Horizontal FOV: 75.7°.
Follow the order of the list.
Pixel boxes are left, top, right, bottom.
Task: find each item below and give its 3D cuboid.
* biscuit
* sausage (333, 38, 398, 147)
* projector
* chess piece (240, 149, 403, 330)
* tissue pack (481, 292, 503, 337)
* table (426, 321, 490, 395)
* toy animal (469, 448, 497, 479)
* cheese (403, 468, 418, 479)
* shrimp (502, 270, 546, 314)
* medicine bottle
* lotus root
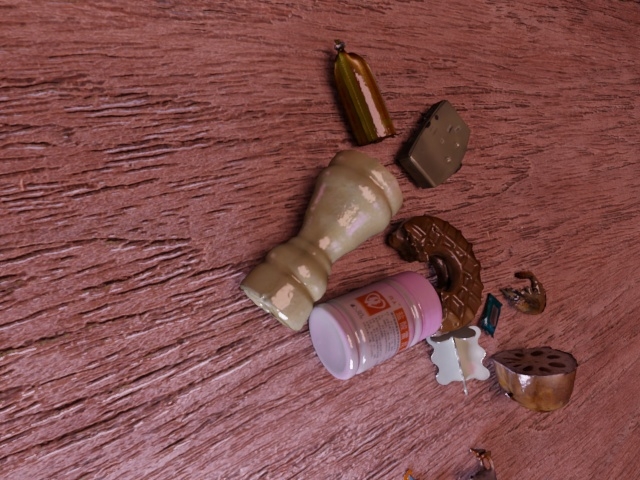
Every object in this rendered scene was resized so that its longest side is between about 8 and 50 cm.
[{"bbox_3d":[0.372,0.089,1.267,0.268,0.115,0.366,-15,83,-33],"label":"biscuit"},{"bbox_3d":[0.104,-0.422,1.177,0.125,0.117,0.317,-32,101,-42],"label":"sausage"},{"bbox_3d":[0.375,-0.298,1.333,0.193,0.088,0.269,43,69,-21],"label":"projector"},{"bbox_3d":[0.000,0.000,1.043,0.234,0.234,0.442,45,72,-19],"label":"chess piece"},{"bbox_3d":[0.605,0.265,1.461,0.085,0.028,0.138,40,64,-24],"label":"tissue pack"},{"bbox_3d":[0.431,0.361,1.291,0.166,0.166,0.198,-25,107,-28],"label":"table"},{"bbox_3d":[0.590,0.834,1.362,0.284,0.225,0.302,0,75,-48],"label":"toy animal"},{"bbox_3d":[0.288,0.745,1.256,0.047,0.017,0.111,-41,106,-28],"label":"cheese"},{"bbox_3d":[0.777,0.188,1.549,0.253,0.058,0.173,27,66,-28],"label":"shrimp"},{"bbox_3d":[0.149,0.218,1.108,0.315,0.202,0.202,-18,95,-28],"label":"medicine bottle"},{"bbox_3d":[0.726,0.477,1.397,0.272,0.272,0.192,-7,100,-29],"label":"lotus root"}]
